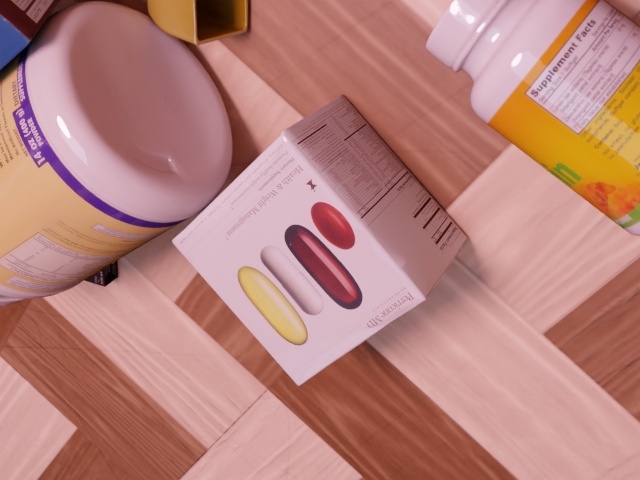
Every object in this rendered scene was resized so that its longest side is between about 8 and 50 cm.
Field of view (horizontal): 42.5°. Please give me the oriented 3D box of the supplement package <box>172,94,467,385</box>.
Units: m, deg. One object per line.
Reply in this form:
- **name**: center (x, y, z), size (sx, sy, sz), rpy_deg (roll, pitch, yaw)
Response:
- **supplement package**: center (0.000, 0.000, 0.852), size (0.203, 0.149, 0.194), rpy_deg (49, 124, -2)

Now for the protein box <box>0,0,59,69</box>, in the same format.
- **protein box**: center (-0.379, -0.237, 0.757), size (0.200, 0.136, 0.201), rpy_deg (-28, 124, 32)

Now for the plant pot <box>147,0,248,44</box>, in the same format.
- **plant pot**: center (-0.132, -0.252, 0.838), size (0.083, 0.081, 0.081), rpy_deg (18, 121, 31)

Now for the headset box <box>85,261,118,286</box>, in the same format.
- **headset box**: center (-0.311, 0.018, 1.081), size (0.083, 0.032, 0.062), rpy_deg (15, 120, 17)

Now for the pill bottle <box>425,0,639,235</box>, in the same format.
- **pill bottle**: center (0.215, -0.129, 0.694), size (0.246, 0.136, 0.136), rpy_deg (39, 124, 4)

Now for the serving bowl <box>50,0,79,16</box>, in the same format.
- **serving bowl**: center (-0.306, -0.283, 0.934), size (0.083, 0.027, 0.083), rpy_deg (11, 118, 21)

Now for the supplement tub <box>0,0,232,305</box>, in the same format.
- **supplement tub**: center (-0.286, -0.078, 0.896), size (0.331, 0.241, 0.241), rpy_deg (-27, 100, 32)
